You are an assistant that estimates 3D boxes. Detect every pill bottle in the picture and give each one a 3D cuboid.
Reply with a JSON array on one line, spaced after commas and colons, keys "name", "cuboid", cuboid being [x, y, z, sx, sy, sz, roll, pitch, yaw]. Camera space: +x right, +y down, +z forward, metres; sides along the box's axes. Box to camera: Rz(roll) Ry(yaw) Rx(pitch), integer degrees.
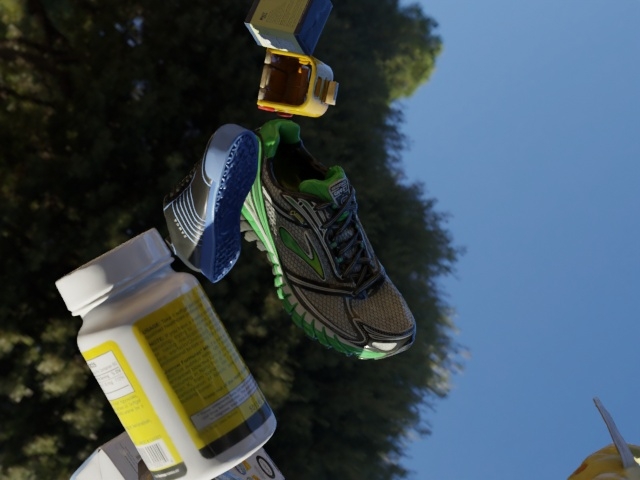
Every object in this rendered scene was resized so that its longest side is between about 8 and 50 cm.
[{"name": "pill bottle", "cuboid": [-0.137, 0.102, 0.882, 0.119, 0.208, 0.119, -28, -176, 2]}]

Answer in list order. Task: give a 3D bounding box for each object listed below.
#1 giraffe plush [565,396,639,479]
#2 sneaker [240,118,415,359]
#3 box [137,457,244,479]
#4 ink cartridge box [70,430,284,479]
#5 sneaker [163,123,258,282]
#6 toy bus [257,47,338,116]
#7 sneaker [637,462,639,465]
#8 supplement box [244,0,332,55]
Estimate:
[{"name": "giraffe plush", "cuboid": [0.195, 0.257, 0.804, 0.170, 0.181, 0.210, -34, -124, 25]}, {"name": "sneaker", "cuboid": [0.000, 0.000, 1.255, 0.134, 0.343, 0.146, -31, 168, -45]}, {"name": "box", "cuboid": [-0.099, 0.342, 1.153, 0.056, 0.231, 0.183, -49, -154, 10]}, {"name": "ink cartridge box", "cuboid": [-0.259, 0.464, 2.018, 0.151, 0.270, 0.395, -44, 170, 37]}, {"name": "sneaker", "cuboid": [-0.135, -0.051, 1.155, 0.081, 0.090, 0.232, -42, 158, -41]}, {"name": "toy bus", "cuboid": [-0.027, -0.243, 1.601, 0.104, 0.191, 0.202, 12, -130, 14]}, {"name": "sneaker", "cuboid": [0.476, 0.304, 1.376, 0.135, 0.150, 0.366, 60, -35, 39]}, {"name": "supplement box", "cuboid": [-0.042, -0.302, 1.346, 0.083, 0.056, 0.083, 16, -106, 22]}]
